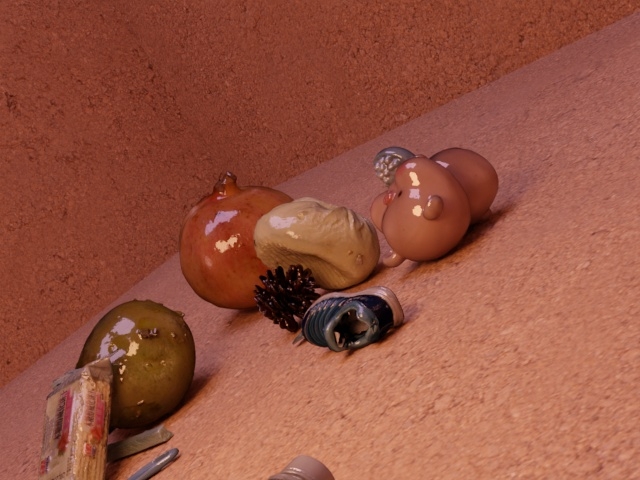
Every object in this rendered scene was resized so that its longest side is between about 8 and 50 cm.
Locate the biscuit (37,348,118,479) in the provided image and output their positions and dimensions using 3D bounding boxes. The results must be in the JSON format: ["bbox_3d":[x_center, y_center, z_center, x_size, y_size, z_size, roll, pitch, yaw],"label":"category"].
[{"bbox_3d":[-0.445,0.358,1.899,0.186,0.079,0.309,-30,47,34],"label":"biscuit"}]

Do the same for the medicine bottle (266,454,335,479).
[{"bbox_3d":[-0.042,0.312,1.208,0.080,0.080,0.130,-23,13,43],"label":"medicine bottle"}]

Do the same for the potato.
[{"bbox_3d":[-0.386,0.249,2.155,0.269,0.219,0.359,-58,14,-13],"label":"potato"}]

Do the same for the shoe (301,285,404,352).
[{"bbox_3d":[0.039,0.138,1.756,0.207,0.091,0.106,-17,12,45],"label":"shoe"}]

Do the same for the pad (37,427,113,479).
[{"bbox_3d":[-0.511,0.446,2.223,0.116,0.004,0.193,-23,14,45],"label":"pad"}]

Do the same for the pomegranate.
[{"bbox_3d":[-0.188,-0.002,2.479,0.338,0.338,0.338,-32,10,6],"label":"pomegranate"}]

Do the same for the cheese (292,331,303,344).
[{"bbox_3d":[0.000,0.160,1.962,0.121,0.026,0.067,-25,12,39],"label":"cheese"}]

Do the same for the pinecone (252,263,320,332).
[{"bbox_3d":[-0.061,0.107,2.087,0.121,0.140,0.140,-45,5,20],"label":"pinecone"}]

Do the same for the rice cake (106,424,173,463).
[{"bbox_3d":[-0.345,0.379,1.964,0.180,0.030,0.042,-25,9,34],"label":"rice cake"}]

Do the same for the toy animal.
[{"bbox_3d":[0.218,-0.068,1.983,0.221,0.229,0.210,5,-40,-23],"label":"toy animal"}]

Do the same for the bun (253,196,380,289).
[{"bbox_3d":[0.000,0.000,2.154,0.259,0.259,0.160,-20,44,52],"label":"bun"}]

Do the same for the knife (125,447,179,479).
[{"bbox_3d":[-0.368,0.445,1.775,0.313,0.019,0.044,-35,13,0],"label":"knife"}]
